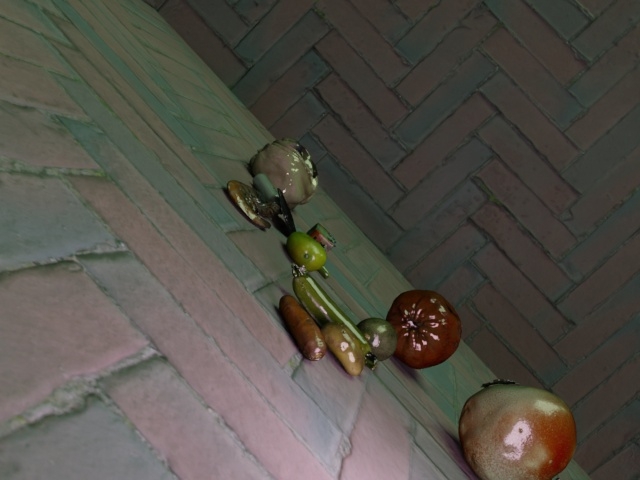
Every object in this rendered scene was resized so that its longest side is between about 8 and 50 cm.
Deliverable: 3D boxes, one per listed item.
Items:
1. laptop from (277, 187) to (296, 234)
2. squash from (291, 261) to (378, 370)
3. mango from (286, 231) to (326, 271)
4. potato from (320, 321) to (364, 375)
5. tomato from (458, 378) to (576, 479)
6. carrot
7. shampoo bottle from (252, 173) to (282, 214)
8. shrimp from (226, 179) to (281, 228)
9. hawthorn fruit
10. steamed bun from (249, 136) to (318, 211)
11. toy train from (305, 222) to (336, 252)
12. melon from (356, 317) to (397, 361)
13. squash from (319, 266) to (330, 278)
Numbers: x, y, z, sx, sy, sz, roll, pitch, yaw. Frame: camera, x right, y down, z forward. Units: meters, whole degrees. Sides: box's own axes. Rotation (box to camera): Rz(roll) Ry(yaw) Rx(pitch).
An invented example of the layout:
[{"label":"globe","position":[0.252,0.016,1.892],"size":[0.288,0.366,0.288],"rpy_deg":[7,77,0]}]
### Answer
[{"label":"laptop","position":[-0.104,-0.078,2.167],"size":[0.180,0.016,0.129],"rpy_deg":[-108,177,-54]},{"label":"squash","position":[0.023,0.188,1.615],"size":[0.318,0.071,0.080],"rpy_deg":[49,0,4]},{"label":"mango","position":[-0.049,0.030,1.958],"size":[0.117,0.089,0.163],"rpy_deg":[28,7,-41]},{"label":"potato","position":[0.055,0.243,1.528],"size":[0.138,0.070,0.091],"rpy_deg":[49,1,1]},{"label":"tomato","position":[0.506,0.506,1.763],"size":[0.239,0.303,0.303],"rpy_deg":[49,8,-18]},{"label":"carrot","position":[-0.041,0.179,1.414],"size":[0.060,0.060,0.186],"rpy_deg":[38,13,-45]},{"label":"shampoo bottle","position":[-0.168,-0.149,2.252],"size":[0.056,0.056,0.195],"rpy_deg":[36,15,-50]},{"label":"shrimp","position":[-0.176,-0.088,1.986],"size":[0.296,0.058,0.169],"rpy_deg":[26,31,-59]},{"label":"hawthorn fruit","position":[0.314,0.278,2.064],"size":[0.258,0.258,0.261],"rpy_deg":[52,-18,30]},{"label":"steamed bun","position":[-0.124,-0.271,2.519],"size":[0.275,0.206,0.320],"rpy_deg":[37,9,-37]},{"label":"toy train","position":[0.000,0.000,2.321],"size":[0.099,0.072,0.188],"rpy_deg":[47,9,-5]},{"label":"melon","position":[0.140,0.256,1.734],"size":[0.114,0.114,0.167],"rpy_deg":[51,9,25]},{"label":"squash","position":[-0.003,0.084,2.105],"size":[0.089,0.027,0.027],"rpy_deg":[46,9,6]}]
